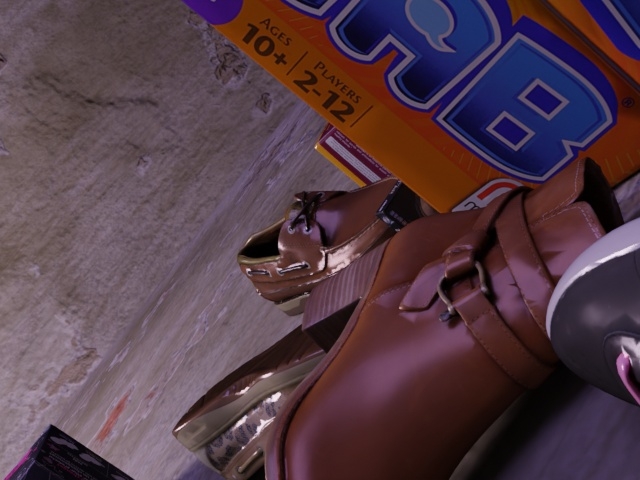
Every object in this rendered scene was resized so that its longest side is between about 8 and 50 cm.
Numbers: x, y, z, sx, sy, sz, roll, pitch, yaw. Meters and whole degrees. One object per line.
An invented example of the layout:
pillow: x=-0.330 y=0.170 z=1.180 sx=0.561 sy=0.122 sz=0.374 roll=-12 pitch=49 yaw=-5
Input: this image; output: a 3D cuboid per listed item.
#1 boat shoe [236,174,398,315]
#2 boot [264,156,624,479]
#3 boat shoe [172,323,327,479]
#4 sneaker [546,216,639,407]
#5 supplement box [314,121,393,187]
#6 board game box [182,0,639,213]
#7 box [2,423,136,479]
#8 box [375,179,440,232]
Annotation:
boat shoe: x=0.000 y=0.000 z=0.975 sx=0.307 sy=0.104 sz=0.110 roll=-36 pitch=20 yaw=49
boot: x=0.090 y=0.083 z=0.508 sx=0.220 sy=0.109 sz=0.283 roll=-28 pitch=30 yaw=27
boat shoe: x=-0.016 y=0.133 z=0.758 sx=0.285 sy=0.089 sz=0.104 roll=-35 pitch=6 yaw=42
sneaker: x=0.144 y=0.073 z=0.285 sx=0.147 sy=0.104 sz=0.296 roll=-50 pitch=16 yaw=-16
supplement box: x=0.094 y=-0.153 z=1.066 sx=0.188 sy=0.104 sz=0.081 roll=-40 pitch=17 yaw=40
board game box: x=0.153 y=-0.283 z=0.651 sx=0.356 sy=0.356 sz=0.356 roll=-40 pitch=18 yaw=42
box: x=-0.317 y=0.360 z=0.963 sx=0.247 sy=0.163 sz=0.142 roll=-53 pitch=12 yaw=-4
box: x=0.098 y=-0.024 z=0.753 sx=0.067 sy=0.083 sz=0.018 roll=-55 pitch=12 yaw=-15
